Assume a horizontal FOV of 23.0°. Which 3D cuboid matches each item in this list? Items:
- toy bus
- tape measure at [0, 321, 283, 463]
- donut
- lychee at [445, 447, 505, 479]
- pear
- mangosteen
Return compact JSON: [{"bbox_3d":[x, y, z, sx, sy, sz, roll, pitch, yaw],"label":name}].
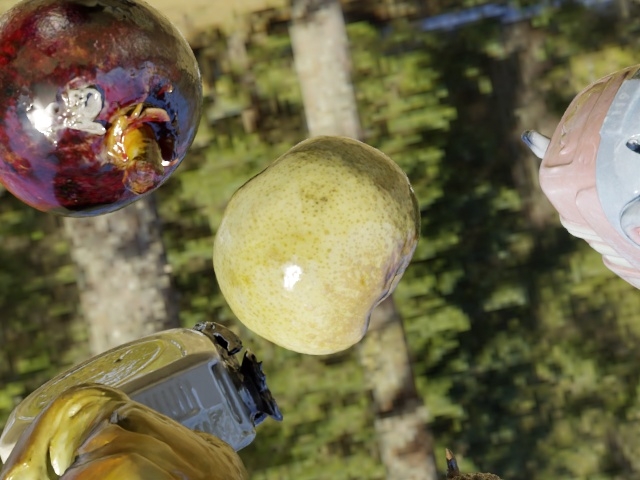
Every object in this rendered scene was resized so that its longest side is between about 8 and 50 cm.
[{"bbox_3d":[0.344,-0.043,1.506,0.294,0.197,0.232,35,161,-27],"label":"toy bus"},{"bbox_3d":[-0.166,0.172,1.566,0.271,0.133,0.231,-26,-169,3],"label":"tape measure"},{"bbox_3d":[-0.185,0.285,1.261,0.170,0.360,0.360,26,165,-21],"label":"donut"},{"bbox_3d":[0.187,0.367,2.025,0.165,0.197,0.165,-13,156,-6],"label":"lychee"},{"bbox_3d":[0.000,0.000,1.174,0.167,0.137,0.167,-54,175,-7],"label":"pear"},{"bbox_3d":[-0.209,-0.122,1.512,0.236,0.235,0.261,-12,-145,-34],"label":"mangosteen"}]
